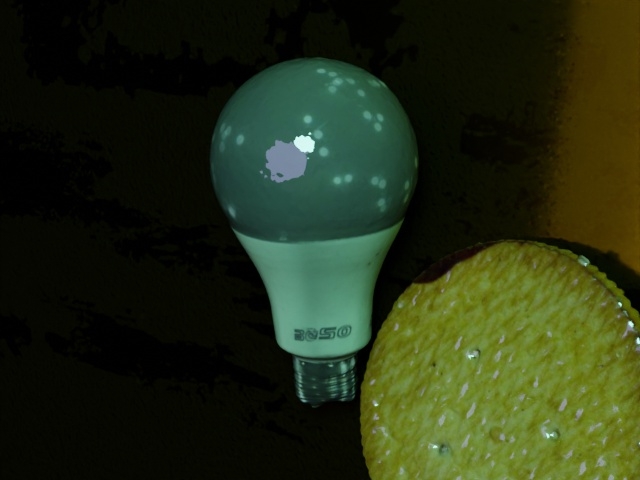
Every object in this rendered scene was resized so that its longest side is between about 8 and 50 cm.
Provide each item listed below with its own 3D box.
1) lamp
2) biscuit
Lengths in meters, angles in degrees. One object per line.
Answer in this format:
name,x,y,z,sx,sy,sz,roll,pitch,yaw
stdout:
lamp,0.015,-0.007,1.049,0.182,0.182,0.314,-11,105,32
biscuit,0.157,0.150,1.004,0.305,0.038,0.305,-7,79,39
